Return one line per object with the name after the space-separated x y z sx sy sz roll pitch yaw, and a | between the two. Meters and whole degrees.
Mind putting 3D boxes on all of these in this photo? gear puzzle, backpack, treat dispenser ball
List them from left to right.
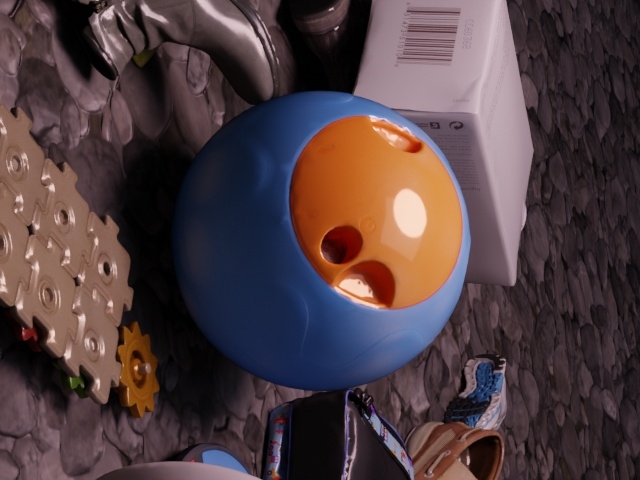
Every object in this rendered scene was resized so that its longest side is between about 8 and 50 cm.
-0.220 0.039 1.566 0.339 0.044 0.175 56 31 -48 | gear puzzle
0.000 0.000 1.760 0.288 0.288 0.288 -11 90 -66 | treat dispenser ball
0.029 0.253 1.931 0.173 0.117 0.158 45 41 -52 | backpack

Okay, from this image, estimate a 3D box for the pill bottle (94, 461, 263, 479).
-0.127 0.386 1.396 0.392 0.224 0.224 -78 148 -41 | pill bottle

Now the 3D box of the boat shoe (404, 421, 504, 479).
0.140 0.308 2.159 0.324 0.116 0.123 -60 134 -56 | boat shoe

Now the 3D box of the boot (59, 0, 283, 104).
-0.151 -0.198 1.726 0.161 0.083 0.246 -43 118 -25 | boot

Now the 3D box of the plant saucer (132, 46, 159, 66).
-0.170 -0.297 1.804 0.188 0.045 0.188 -68 141 -51 | plant saucer

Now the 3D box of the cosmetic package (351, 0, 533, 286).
0.156 -0.130 2.211 0.385 0.156 0.217 72 25 -55 | cosmetic package

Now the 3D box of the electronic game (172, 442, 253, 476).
-0.096 0.303 1.716 0.229 0.048 0.229 -10 90 -66 | electronic game

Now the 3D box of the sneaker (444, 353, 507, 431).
0.218 0.229 2.432 0.190 0.071 0.083 -56 136 -58 | sneaker

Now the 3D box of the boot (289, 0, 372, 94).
0.040 -0.233 2.224 0.263 0.091 0.229 -65 144 -47 | boot
